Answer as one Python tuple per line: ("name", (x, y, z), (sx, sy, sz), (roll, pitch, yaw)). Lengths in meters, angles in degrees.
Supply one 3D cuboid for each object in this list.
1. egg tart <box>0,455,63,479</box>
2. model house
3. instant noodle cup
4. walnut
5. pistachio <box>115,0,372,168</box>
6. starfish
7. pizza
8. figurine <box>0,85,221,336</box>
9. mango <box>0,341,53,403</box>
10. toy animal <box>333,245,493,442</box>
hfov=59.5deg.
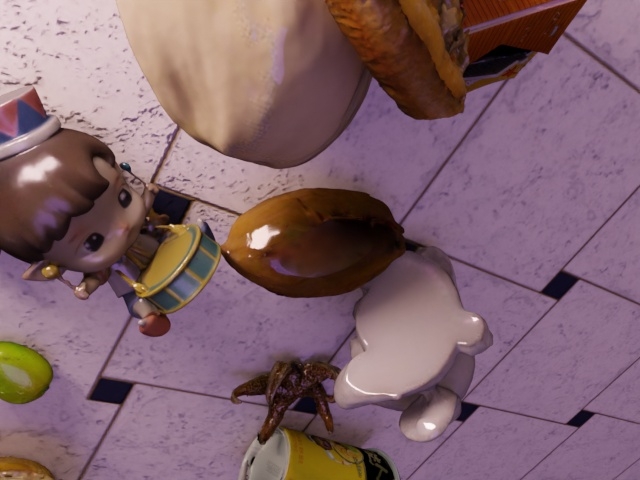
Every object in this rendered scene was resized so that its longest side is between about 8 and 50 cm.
("egg tart", (-0.501, 0.422, 0.853), (0.288, 0.118, 0.288), (-7, 127, -10))
("model house", (0.184, -0.222, 0.570), (0.219, 0.136, 0.207), (-17, 127, -5))
("instant noodle cup", (-0.011, 0.435, 0.978), (0.236, 0.215, 0.215), (31, 112, -24))
("walnut", (0.000, 0.000, 0.682), (0.245, 0.137, 0.137), (-10, 128, -19))
("pistachio", (-0.055, -0.219, 0.459), (0.226, 0.208, 0.331), (-17, 113, -15))
("starfish", (-0.056, 0.255, 0.894), (0.190, 0.074, 0.146), (7, 122, -22))
("pizza", (0.075, -0.224, 0.430), (0.074, 0.287, 0.251), (-1, 122, 33))
("figurine", (-0.235, -0.026, 0.571), (0.158, 0.161, 0.275), (-14, 136, 45))
("mango", (-0.404, 0.170, 0.732), (0.073, 0.056, 0.108), (-46, 123, 11))
("toy animal", (0.141, 0.166, 0.801), (0.206, 0.271, 0.265), (-3, 145, 16))
